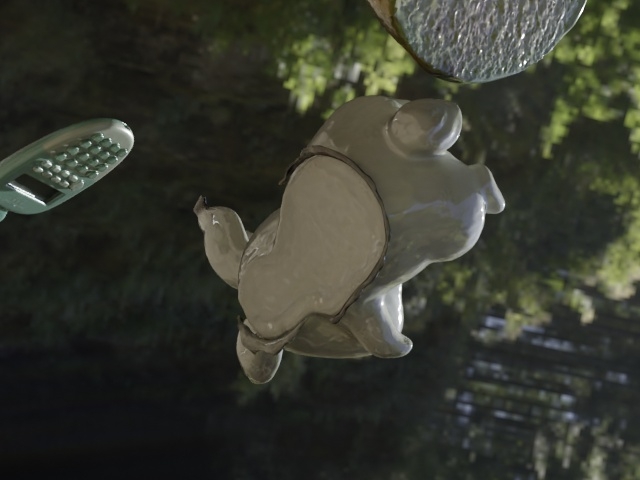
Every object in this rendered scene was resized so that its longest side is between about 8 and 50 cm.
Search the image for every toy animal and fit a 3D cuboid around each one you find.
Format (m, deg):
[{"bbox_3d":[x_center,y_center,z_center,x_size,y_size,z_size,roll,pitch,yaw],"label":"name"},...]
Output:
[{"bbox_3d":[0.005,0.005,1.163,0.325,0.154,0.208,-20,-93,42],"label":"toy animal"}]

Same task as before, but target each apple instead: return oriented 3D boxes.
[{"bbox_3d":[0.103,-0.219,1.059,0.120,0.265,0.193,18,-69,42],"label":"apple"}]

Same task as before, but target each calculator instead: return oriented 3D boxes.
[{"bbox_3d":[-0.226,-0.057,1.166,0.021,0.153,0.095,67,12,20],"label":"calculator"}]
